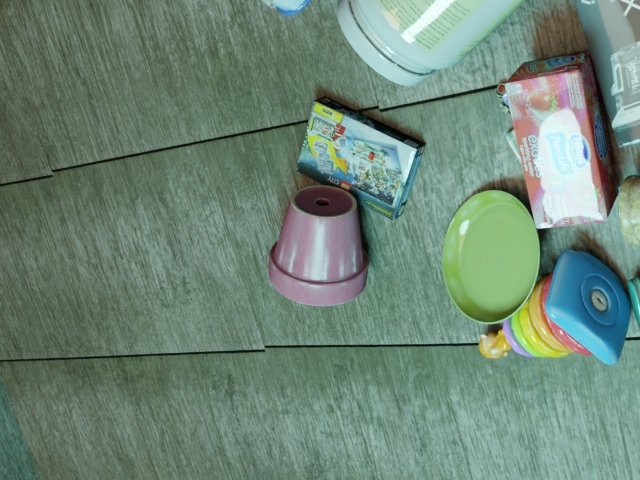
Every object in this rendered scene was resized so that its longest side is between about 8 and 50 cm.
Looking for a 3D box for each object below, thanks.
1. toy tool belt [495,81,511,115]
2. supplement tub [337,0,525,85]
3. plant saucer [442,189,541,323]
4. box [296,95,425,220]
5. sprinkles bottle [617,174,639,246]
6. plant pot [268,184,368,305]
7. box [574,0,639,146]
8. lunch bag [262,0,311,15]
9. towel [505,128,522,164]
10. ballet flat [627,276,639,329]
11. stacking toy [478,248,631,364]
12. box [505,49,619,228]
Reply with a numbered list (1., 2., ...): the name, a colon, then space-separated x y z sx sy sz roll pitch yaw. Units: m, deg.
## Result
1. toy tool belt: 0.332 -0.239 1.553 0.083 0.051 0.052 43 127 10
2. supplement tub: 0.202 -0.425 1.442 0.235 0.235 0.325 52 128 3
3. plant saucer: 0.315 0.030 1.633 0.241 0.037 0.241 -8 80 54
4. box: 0.074 -0.161 1.758 0.233 0.044 0.159 29 123 20
5. sprinkles bottle: 0.644 -0.059 1.373 0.355 0.121 0.121 -4 108 39
6. plant pot: 0.000 0.000 1.768 0.201 0.201 0.180 21 126 24
7. box: 0.534 -0.320 1.372 0.242 0.076 0.308 -12 104 36
8. lunch bag: -0.016 -0.530 1.519 0.303 0.115 0.243 -41 51 21
9. towel: 0.406 -0.168 1.555 0.152 0.023 0.113 -29 94 38
10. ballet flat: 0.591 0.169 1.559 0.087 0.083 0.247 -11 105 11
11. stacking toy: 0.396 0.156 1.639 0.175 0.166 0.302 37 142 -13
12. box: 0.395 -0.162 1.466 0.122 0.128 0.257 -5 112 30
